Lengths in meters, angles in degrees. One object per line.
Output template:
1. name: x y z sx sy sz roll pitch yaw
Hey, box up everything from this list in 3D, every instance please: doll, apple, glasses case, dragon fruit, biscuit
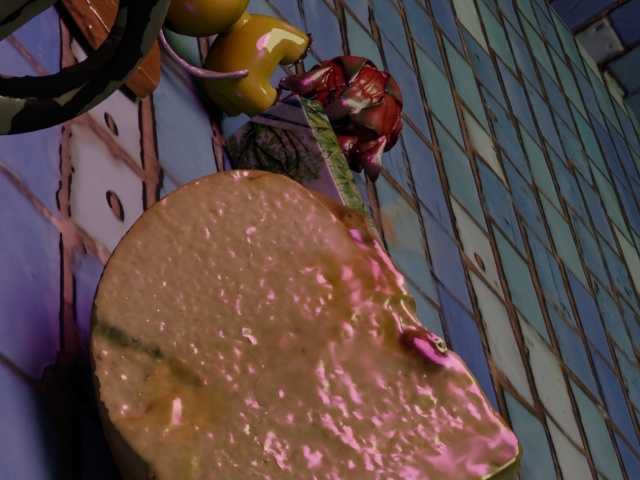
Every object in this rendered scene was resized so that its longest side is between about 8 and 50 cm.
1. doll: -0.115 -0.225 1.848 0.221 0.135 0.143 44 -19 -31
2. apple: -0.018 0.113 1.333 0.309 0.252 0.314 49 15 27
3. glasses case: 0.000 0.000 1.805 0.062 0.095 0.272 20 41 -56
4. dragon fruit: 0.024 -0.137 2.082 0.142 0.130 0.121 -79 168 -66
5. biscuit: -0.203 -0.225 1.740 0.221 0.029 0.142 64 17 16

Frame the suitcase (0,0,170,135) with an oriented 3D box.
1. suitcase: -0.227 -0.224 1.152 0.339 0.351 0.194 55 1 -14
